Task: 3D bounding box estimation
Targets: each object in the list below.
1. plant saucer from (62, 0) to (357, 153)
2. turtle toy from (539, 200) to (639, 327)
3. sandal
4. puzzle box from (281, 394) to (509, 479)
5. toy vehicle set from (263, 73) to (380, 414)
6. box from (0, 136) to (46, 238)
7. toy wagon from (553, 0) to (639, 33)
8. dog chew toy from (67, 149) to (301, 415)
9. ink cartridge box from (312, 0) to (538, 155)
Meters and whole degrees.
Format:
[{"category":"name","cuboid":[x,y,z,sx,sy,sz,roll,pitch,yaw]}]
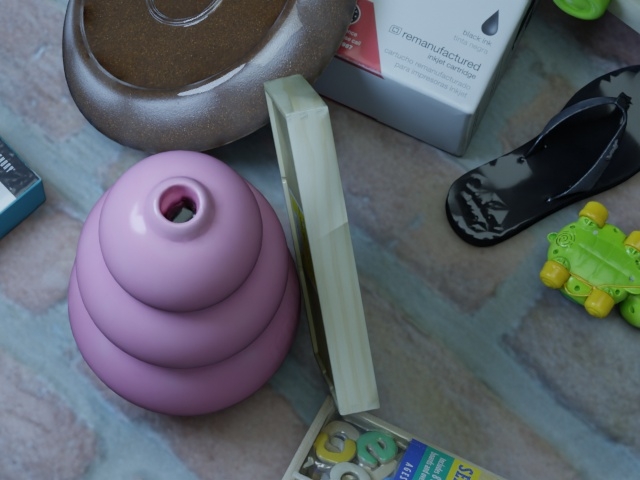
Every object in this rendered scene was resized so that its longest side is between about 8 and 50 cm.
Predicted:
[{"category":"plant saucer","cuboid":[-0.114,-0.227,1.788,0.310,0.050,0.310,-10,62,20]},{"category":"turtle toy","cuboid":[0.264,0.032,1.779,0.130,0.066,0.095,34,73,8]},{"category":"sandal","cuboid":[0.235,-0.079,1.821,0.254,0.054,0.097,-36,77,-14]},{"category":"puzzle box","cuboid":[0.045,0.343,1.596,0.272,0.052,0.409,25,51,5]},{"category":"toy vehicle set","cuboid":[0.000,0.000,1.661,0.035,0.166,0.267,-12,106,-5]},{"category":"box","cuboid":[-0.376,-0.003,1.761,0.244,0.060,0.100,-42,78,-15]},{"category":"toy wagon","cuboid":[0.378,-0.276,1.832,0.344,0.068,0.267,34,71,-12]},{"category":"dog chew toy","cuboid":[-0.115,0.025,1.621,0.207,0.332,0.206,1,71,-3]},{"category":"ink cartridge box","cuboid":[0.107,-0.250,1.842,0.197,0.114,0.273,24,71,6]}]
